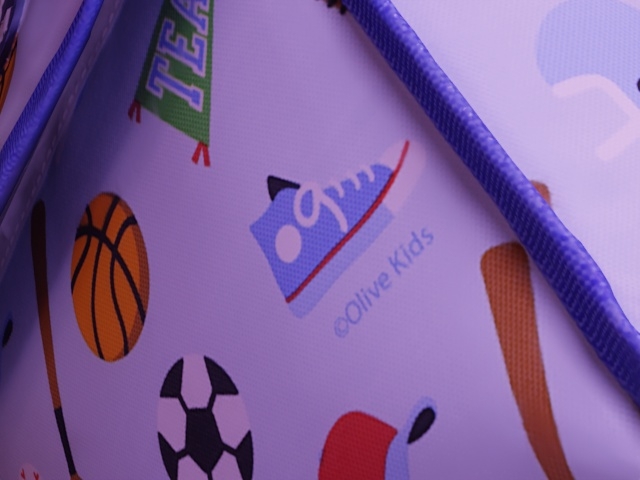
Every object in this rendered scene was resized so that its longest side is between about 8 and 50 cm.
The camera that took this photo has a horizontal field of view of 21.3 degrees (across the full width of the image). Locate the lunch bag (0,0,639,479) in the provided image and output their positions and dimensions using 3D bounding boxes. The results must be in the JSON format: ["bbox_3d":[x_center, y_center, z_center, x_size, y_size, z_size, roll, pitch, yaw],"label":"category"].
[{"bbox_3d":[0.000,0.000,0.583,0.239,0.328,0.385,-9,55,-39],"label":"lunch bag"}]
